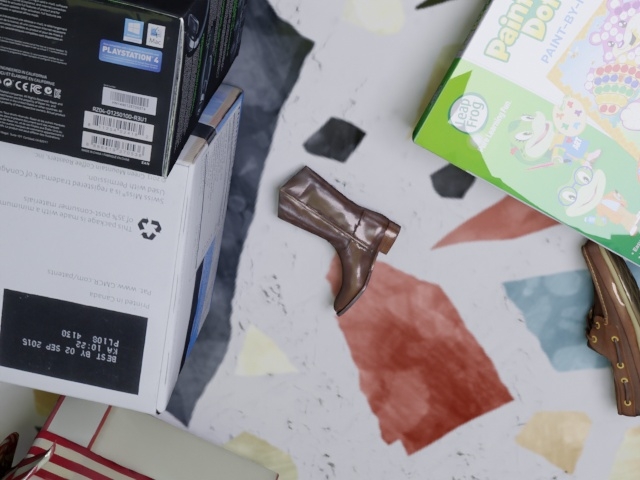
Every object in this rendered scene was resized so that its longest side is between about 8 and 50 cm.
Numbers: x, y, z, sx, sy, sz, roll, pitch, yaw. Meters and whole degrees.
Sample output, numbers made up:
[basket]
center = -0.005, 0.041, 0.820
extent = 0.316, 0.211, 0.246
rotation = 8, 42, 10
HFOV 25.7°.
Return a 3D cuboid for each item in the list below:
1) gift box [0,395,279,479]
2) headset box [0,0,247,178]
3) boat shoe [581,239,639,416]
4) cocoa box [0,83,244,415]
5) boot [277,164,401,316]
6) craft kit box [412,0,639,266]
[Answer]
[gift box]
center = -0.204, 0.282, 1.299
extent = 0.258, 0.255, 0.276
rotation = 24, 117, -4
[headset box]
center = -0.196, -0.187, 1.105
extent = 0.246, 0.283, 0.131
rotation = 13, 119, 4
[boat shoe]
center = 0.266, 0.081, 1.258
extent = 0.060, 0.064, 0.178
rotation = -19, 104, 18
[cocoa box]
center = -0.263, -0.031, 1.197
extent = 0.347, 0.228, 0.231
rotation = 12, 113, 3
[boot]
center = 0.000, 0.000, 1.277
extent = 0.114, 0.037, 0.106
rotation = 30, 98, -7
[craft kit box]
center = 0.242, -0.134, 1.170
extent = 0.247, 0.061, 0.250
rotation = 29, 102, -1
